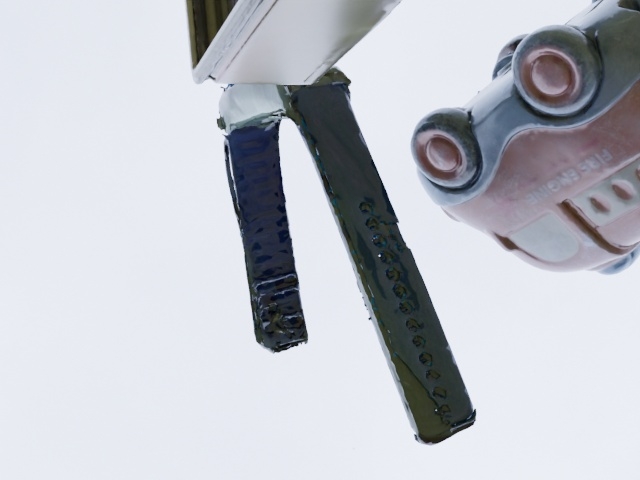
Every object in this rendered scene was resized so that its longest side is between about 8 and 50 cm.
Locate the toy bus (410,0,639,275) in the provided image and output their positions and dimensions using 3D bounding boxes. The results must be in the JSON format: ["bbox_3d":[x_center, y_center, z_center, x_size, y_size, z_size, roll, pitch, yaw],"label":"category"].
[{"bbox_3d":[0.243,-0.087,0.870,0.232,0.294,0.197,50,-131,-3],"label":"toy bus"}]

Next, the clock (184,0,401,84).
[{"bbox_3d":[-0.016,-0.165,0.452,0.071,0.192,0.147,-4,-95,-18],"label":"clock"}]

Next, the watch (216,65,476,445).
[{"bbox_3d":[0.005,-0.004,0.791,0.068,0.276,0.275,-15,-74,-28],"label":"watch"}]
